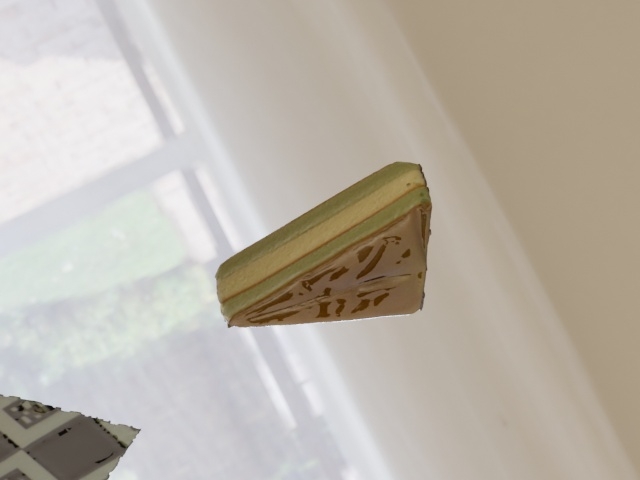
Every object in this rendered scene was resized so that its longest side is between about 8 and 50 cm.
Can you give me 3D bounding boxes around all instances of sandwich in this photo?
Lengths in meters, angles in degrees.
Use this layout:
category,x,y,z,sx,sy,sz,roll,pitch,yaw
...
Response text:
category,x,y,z,sx,sy,sz,roll,pitch,yaw
sandwich,0.000,0.000,1.200,0.163,0.079,0.113,-3,129,-9

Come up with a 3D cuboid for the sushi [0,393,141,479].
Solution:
category,x,y,z,sx,sy,sz,roll,pitch,yaw
sushi,-0.314,0.222,1.105,0.294,0.059,0.292,20,121,-33
